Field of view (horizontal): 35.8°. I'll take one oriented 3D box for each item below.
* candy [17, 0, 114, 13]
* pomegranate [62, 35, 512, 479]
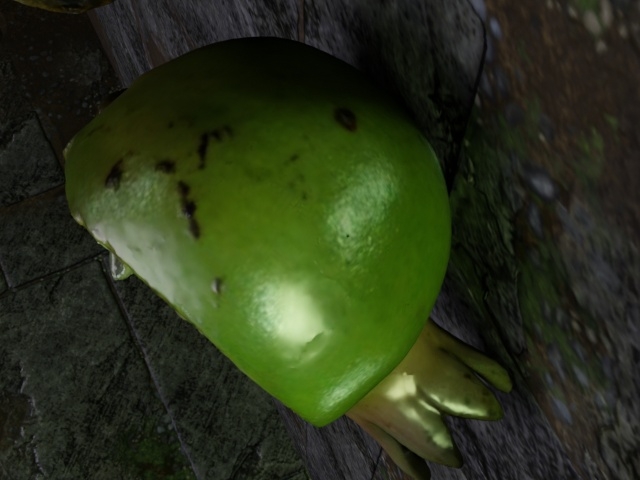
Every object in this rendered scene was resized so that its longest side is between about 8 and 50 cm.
[{"bbox_3d":[-0.270,-0.365,1.035,0.118,0.260,0.259,51,161,43],"label":"candy"},{"bbox_3d":[0.000,0.000,0.704,0.359,0.216,0.310,37,172,-9],"label":"pomegranate"}]
